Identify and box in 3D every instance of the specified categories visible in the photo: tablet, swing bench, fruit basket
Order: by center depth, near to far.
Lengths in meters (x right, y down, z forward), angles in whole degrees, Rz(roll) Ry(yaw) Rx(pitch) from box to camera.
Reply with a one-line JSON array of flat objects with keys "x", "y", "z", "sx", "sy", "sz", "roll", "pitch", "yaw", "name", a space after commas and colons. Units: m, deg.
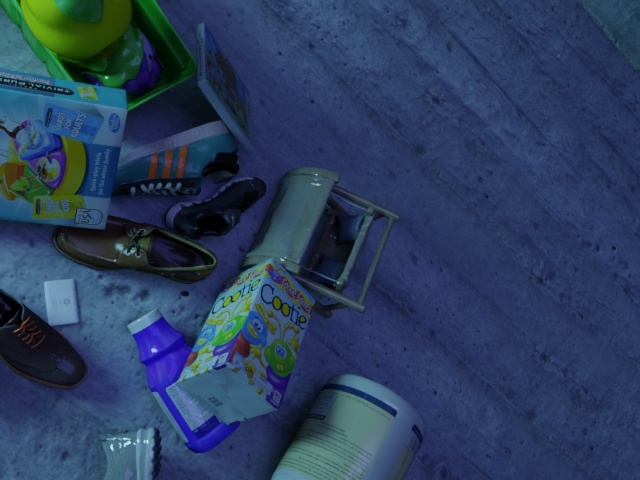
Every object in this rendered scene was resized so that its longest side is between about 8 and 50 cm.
[{"x": -0.411, "y": -0.412, "z": 1.204, "sx": 0.283, "sy": 0.392, "sz": 0.392, "roll": -39, "pitch": 100, "yaw": -33, "name": "fruit basket"}, {"x": -0.480, "y": 0.115, "z": 1.247, "sx": 0.054, "sy": 0.006, "sz": 0.083, "roll": -4, "pitch": 81, "yaw": -33, "name": "tablet"}, {"x": 0.000, "y": 0.000, "z": 1.479, "sx": 0.255, "sy": 0.165, "sz": 0.253, "roll": 32, "pitch": 64, "yaw": -21, "name": "swing bench"}]

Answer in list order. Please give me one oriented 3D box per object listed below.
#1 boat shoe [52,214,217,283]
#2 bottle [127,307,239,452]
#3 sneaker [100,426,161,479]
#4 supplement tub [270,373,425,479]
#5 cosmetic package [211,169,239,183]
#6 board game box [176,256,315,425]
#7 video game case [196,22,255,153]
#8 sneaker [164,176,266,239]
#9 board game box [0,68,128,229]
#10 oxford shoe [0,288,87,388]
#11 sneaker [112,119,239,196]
[{"x": -0.348, "y": 0.007, "z": 1.295, "sx": 0.308, "sy": 0.104, "sz": 0.110, "roll": 12, "pitch": 74, "yaw": -28, "name": "boat shoe"}, {"x": -0.269, "y": 0.265, "z": 1.290, "sx": 0.118, "sy": 0.092, "sz": 0.282, "roll": -36, "pitch": 98, "yaw": -38, "name": "bottle"}, {"x": -0.354, "y": 0.477, "z": 1.204, "sx": 0.116, "sy": 0.105, "sz": 0.281, "roll": 3, "pitch": 77, "yaw": -1, "name": "sneaker"}, {"x": 0.045, "y": 0.460, "z": 1.353, "sx": 0.235, "sy": 0.235, "sz": 0.324, "roll": 43, "pitch": 60, "yaw": -16, "name": "supplement tub"}, {"x": -0.220, "y": -0.186, "z": 1.450, "sx": 0.041, "sy": 0.060, "sz": 0.115, "roll": -19, "pitch": 90, "yaw": -32, "name": "cosmetic package"}, {"x": -0.134, "y": 0.190, "z": 1.300, "sx": 0.144, "sy": 0.142, "sz": 0.275, "roll": 47, "pitch": 37, "yaw": -24, "name": "board game box"}, {"x": -0.197, "y": -0.317, "z": 1.407, "sx": 0.212, "sy": 0.023, "sz": 0.193, "roll": 55, "pitch": 21, "yaw": -49, "name": "video game case"}, {"x": -0.197, "y": -0.059, "z": 1.398, "sx": 0.234, "sy": 0.106, "sz": 0.078, "roll": -26, "pitch": 136, "yaw": -31, "name": "sneaker"}, {"x": -0.516, "y": -0.153, "z": 1.126, "sx": 0.336, "sy": 0.253, "sz": 0.079, "roll": 5, "pitch": 36, "yaw": -24, "name": "board game box"}, {"x": -0.515, "y": 0.165, "z": 1.157, "sx": 0.271, "sy": 0.098, "sz": 0.096, "roll": 41, "pitch": 61, "yaw": -17, "name": "oxford shoe"}, {"x": -0.300, "y": -0.133, "z": 1.334, "sx": 0.302, "sy": 0.108, "sz": 0.121, "roll": -26, "pitch": 91, "yaw": -18, "name": "sneaker"}]
